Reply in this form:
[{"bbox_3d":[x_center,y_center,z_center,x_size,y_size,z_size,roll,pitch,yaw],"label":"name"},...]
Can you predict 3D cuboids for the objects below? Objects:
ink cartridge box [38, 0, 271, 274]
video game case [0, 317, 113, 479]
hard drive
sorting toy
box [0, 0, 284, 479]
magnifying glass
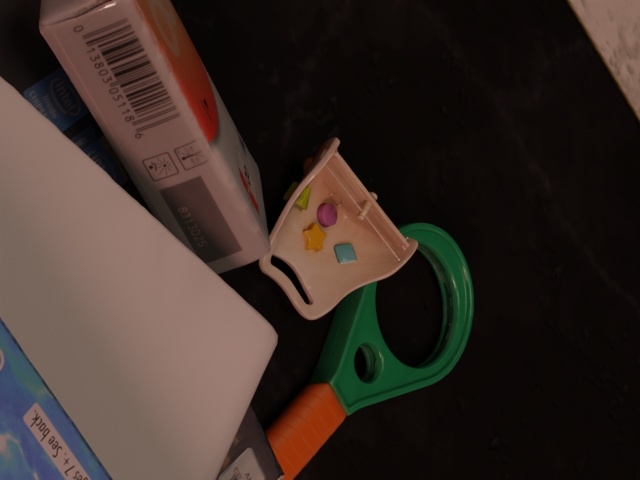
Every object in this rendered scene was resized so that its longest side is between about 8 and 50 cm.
[{"bbox_3d":[-0.070,-0.091,0.705,0.179,0.045,0.145,-94,162,-50],"label":"ink cartridge box"},{"bbox_3d":[-0.153,0.151,0.473,0.244,0.061,0.269,-49,122,-35],"label":"video game case"},{"bbox_3d":[-0.142,0.110,0.558,0.203,0.040,0.307,45,57,-35],"label":"hard drive"},{"bbox_3d":[0.000,0.000,0.853,0.083,0.045,0.075,51,60,-29],"label":"sorting toy"},{"bbox_3d":[-0.206,0.028,0.596,0.318,0.097,0.395,-41,116,-43],"label":"box"},{"bbox_3d":[0.016,0.073,0.874,0.231,0.026,0.092,-47,118,-40],"label":"magnifying glass"}]
